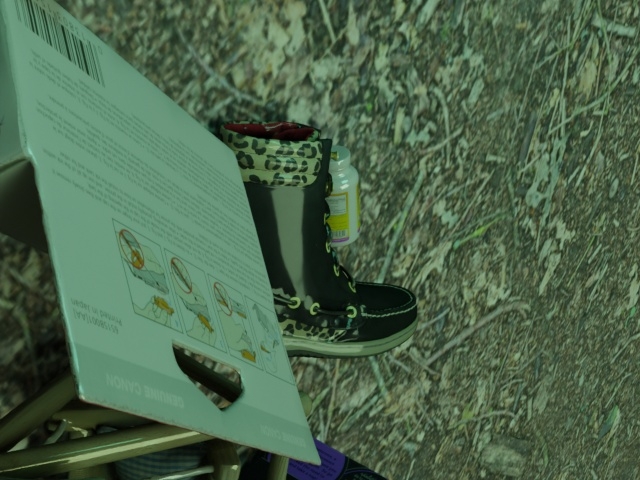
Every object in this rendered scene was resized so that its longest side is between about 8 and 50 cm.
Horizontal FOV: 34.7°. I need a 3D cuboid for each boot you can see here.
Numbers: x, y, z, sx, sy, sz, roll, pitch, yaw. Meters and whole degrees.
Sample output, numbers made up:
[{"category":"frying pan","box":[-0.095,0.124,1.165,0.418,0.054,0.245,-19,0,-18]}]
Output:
[{"category":"boot","box":[0.000,0.001,0.826,0.236,0.085,0.179,0,108,-36]}]

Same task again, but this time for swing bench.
[{"category":"swing bench","box":[-0.160,0.217,0.687,0.254,0.165,0.253,-20,126,-48]}]

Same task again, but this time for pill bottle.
[{"category":"pill bottle","box":[0.012,-0.039,0.885,0.043,0.043,0.083,-35,136,-39]}]

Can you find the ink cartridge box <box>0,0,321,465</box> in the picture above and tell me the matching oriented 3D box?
[{"category":"ink cartridge box","box":[-0.102,0.008,0.577,0.060,0.239,0.275,-22,156,14]}]

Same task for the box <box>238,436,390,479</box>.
[{"category":"box","box":[0.001,0.338,0.988,0.143,0.165,0.270,-42,139,-32]}]
